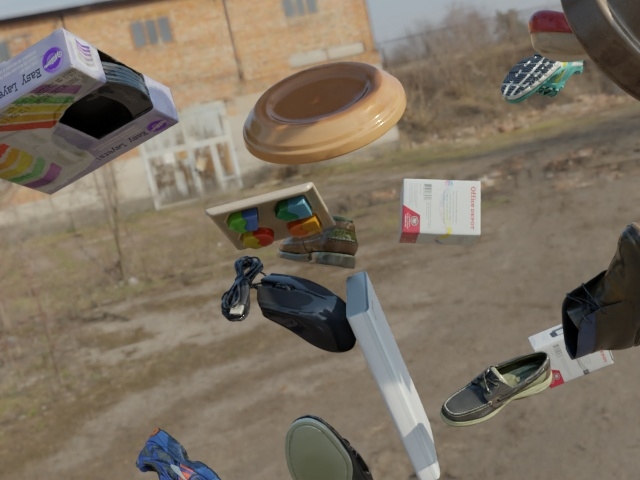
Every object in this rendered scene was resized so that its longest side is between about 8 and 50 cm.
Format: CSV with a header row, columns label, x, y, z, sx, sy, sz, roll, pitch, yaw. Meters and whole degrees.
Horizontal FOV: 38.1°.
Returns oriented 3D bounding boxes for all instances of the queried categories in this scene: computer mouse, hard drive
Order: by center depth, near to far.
label,x,y,z,sx,sy,sz,roll,pitch,yaw
computer mouse,-0.042,0.119,1.740,0.272,0.072,0.188,26,34,-8
hard drive,0.135,0.253,1.761,0.047,0.353,0.233,-22,14,7

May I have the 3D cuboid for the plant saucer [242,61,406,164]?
label,x,y,z,sx,sy,sz,roll,pitch,yaw
plant saucer,0.001,-0.158,1.092,0.200,0.037,0.200,-13,33,9

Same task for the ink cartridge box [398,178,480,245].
label,x,y,z,sx,sy,sz,roll,pitch,yaw
ink cartridge box,0.270,-0.062,2.106,0.176,0.128,0.127,3,-11,2

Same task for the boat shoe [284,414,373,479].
label,x,y,z,sx,sy,sz,roll,pitch,yaw
boat shoe,0.033,0.452,1.830,0.127,0.340,0.113,-24,26,19

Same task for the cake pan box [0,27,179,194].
label,x,y,z,sx,sy,sz,roll,pitch,yaw
cake pan box,-0.362,-0.170,1.281,0.267,0.070,0.246,-25,-18,18

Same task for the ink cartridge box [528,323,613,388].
label,x,y,z,sx,sy,sz,roll,pitch,yaw
ink cartridge box,0.549,0.241,2.035,0.150,0.109,0.063,-23,19,8

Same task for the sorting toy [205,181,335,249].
label,x,y,z,sx,sy,sz,roll,pitch,yaw
sorting toy,-0.083,-0.033,1.651,0.193,0.038,0.208,-14,-20,9

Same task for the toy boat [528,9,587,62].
label,x,y,z,sx,sy,sz,roll,pitch,yaw
toy boat,0.463,-0.388,1.553,0.231,0.151,0.151,-10,2,6

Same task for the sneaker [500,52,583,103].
label,x,y,z,sx,sy,sz,roll,pitch,yaw
sneaker,0.543,-0.390,2.216,0.275,0.110,0.107,-34,32,-27

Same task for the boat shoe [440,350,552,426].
label,x,y,z,sx,sy,sz,roll,pitch,yaw
boat shoe,0.310,0.254,1.643,0.223,0.073,0.080,-20,39,-14

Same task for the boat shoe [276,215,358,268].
label,x,y,z,sx,sy,sz,roll,pitch,yaw
boat shoe,0.000,0.000,1.921,0.110,0.104,0.307,9,-3,-26

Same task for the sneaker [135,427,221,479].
label,x,y,z,sx,sy,sz,roll,pitch,yaw
sneaker,-0.249,0.444,1.704,0.221,0.083,0.087,33,65,23

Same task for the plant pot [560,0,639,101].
label,x,y,z,sx,sy,sz,roll,pitch,yaw
plant pot,0.482,-0.336,1.205,0.263,0.263,0.229,-18,-17,-40

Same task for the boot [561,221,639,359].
label,x,y,z,sx,sy,sz,roll,pitch,yaw
boot,0.350,0.073,1.125,0.106,0.219,0.082,-21,46,-2
